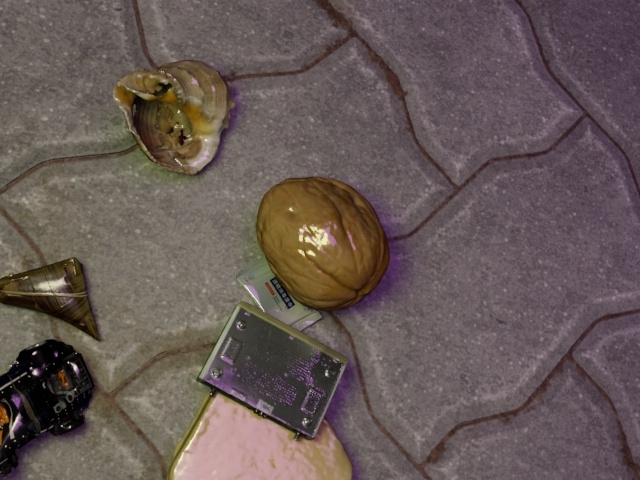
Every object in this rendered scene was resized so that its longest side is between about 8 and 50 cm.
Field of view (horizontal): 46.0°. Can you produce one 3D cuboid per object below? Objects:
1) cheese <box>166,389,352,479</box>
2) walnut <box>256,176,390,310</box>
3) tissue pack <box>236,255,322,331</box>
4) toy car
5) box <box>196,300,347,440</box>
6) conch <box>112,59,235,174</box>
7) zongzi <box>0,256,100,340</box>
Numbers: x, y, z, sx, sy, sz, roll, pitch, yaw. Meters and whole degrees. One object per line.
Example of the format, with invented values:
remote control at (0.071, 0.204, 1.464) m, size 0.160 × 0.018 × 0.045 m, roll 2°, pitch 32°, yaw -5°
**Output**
cheese at (-0.158, 0.427, 1.572) m, size 0.384 × 0.104 × 0.383 m, roll 5°, pitch 72°, yaw -15°
walnut at (0.002, -0.002, 1.665) m, size 0.277 × 0.252 × 0.313 m, roll -13°, pitch 58°, yaw -37°
tissue pack at (-0.097, 0.127, 1.724) m, size 0.123 × 0.026 × 0.193 m, roll -32°, pitch 85°, yaw -23°
toy car at (-0.573, 0.314, 1.443) m, size 0.301 × 0.118 × 0.193 m, roll -30°, pitch 103°, yaw -49°
box at (-0.097, 0.272, 1.559) m, size 0.270 × 0.045 × 0.210 m, roll 31°, pitch 64°, yaw -6°
conch at (-0.339, -0.280, 1.692) m, size 0.324 × 0.186 × 0.263 m, roll 3°, pitch 84°, yaw -43°
zongzi at (-0.568, 0.144, 1.556) m, size 0.187 × 0.084 × 0.184 m, roll -15°, pitch 88°, yaw -13°
